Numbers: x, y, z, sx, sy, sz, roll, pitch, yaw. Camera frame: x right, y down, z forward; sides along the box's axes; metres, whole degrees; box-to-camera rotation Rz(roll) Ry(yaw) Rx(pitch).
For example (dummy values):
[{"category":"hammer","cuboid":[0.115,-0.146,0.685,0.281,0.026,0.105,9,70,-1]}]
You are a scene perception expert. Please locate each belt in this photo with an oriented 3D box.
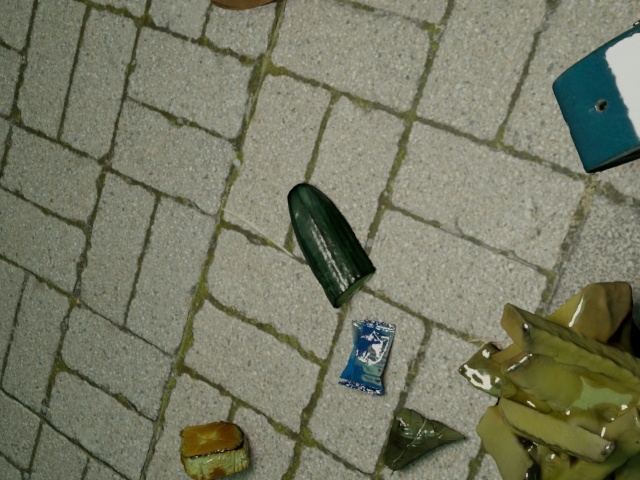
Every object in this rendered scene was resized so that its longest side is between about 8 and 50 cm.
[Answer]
[{"category":"belt","cuboid":[0.536,-0.237,1.022,0.437,0.300,0.173,-20,86,26]}]

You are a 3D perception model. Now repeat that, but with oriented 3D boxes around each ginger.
[{"category":"ginger","cuboid":[0.369,0.281,1.204,0.359,0.211,0.413,-11,88,31]}]

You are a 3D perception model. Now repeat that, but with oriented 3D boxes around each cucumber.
[{"category":"cucumber","cuboid":[0.000,0.000,1.473,0.115,0.063,0.243,-38,74,25]}]

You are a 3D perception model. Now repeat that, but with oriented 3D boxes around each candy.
[{"category":"candy","cuboid":[0.086,0.214,1.452,0.088,0.038,0.136,12,90,25]}]

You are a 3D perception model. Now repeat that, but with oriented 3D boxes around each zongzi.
[{"category":"zongzi","cuboid":[0.181,0.392,1.405,0.131,0.062,0.154,19,109,15]}]

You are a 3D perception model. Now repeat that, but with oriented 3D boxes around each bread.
[{"category":"bread","cuboid":[-0.220,0.425,1.585,0.128,0.140,0.069,-131,35,-63]}]

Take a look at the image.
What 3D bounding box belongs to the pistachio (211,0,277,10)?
[{"category":"pistachio","cuboid":[-0.118,-0.516,1.448,0.261,0.163,0.212,-23,49,30]}]
